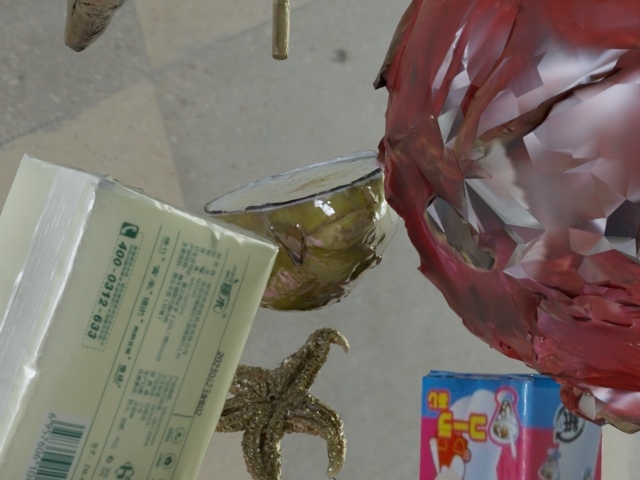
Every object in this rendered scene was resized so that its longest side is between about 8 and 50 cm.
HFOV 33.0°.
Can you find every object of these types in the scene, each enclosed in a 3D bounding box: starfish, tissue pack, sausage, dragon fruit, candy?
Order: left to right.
[{"bbox_3d":[-0.245,0.125,1.225,0.297,0.207,0.381,24,86,-45],"label":"tissue pack"},{"bbox_3d":[-0.088,0.245,1.538,0.060,0.302,0.299,70,33,-48],"label":"starfish"},{"bbox_3d":[-0.050,-0.292,1.377,0.024,0.024,0.132,20,64,-45],"label":"sausage"},{"bbox_3d":[0.165,0.272,0.960,0.100,0.157,0.306,8,81,-30],"label":"candy"},{"bbox_3d":[0.180,-0.061,0.547,0.301,0.295,0.296,-32,127,-18],"label":"dragon fruit"}]

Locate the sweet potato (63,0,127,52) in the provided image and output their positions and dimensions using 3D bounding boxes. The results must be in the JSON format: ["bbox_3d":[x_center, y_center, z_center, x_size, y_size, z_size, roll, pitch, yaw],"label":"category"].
[{"bbox_3d":[-0.240,-0.271,1.166,0.075,0.273,0.075,3,82,-21],"label":"sweet potato"}]

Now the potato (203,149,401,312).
[{"bbox_3d":[0.000,0.000,1.495,0.246,0.299,0.196,-32,107,-41],"label":"potato"}]
